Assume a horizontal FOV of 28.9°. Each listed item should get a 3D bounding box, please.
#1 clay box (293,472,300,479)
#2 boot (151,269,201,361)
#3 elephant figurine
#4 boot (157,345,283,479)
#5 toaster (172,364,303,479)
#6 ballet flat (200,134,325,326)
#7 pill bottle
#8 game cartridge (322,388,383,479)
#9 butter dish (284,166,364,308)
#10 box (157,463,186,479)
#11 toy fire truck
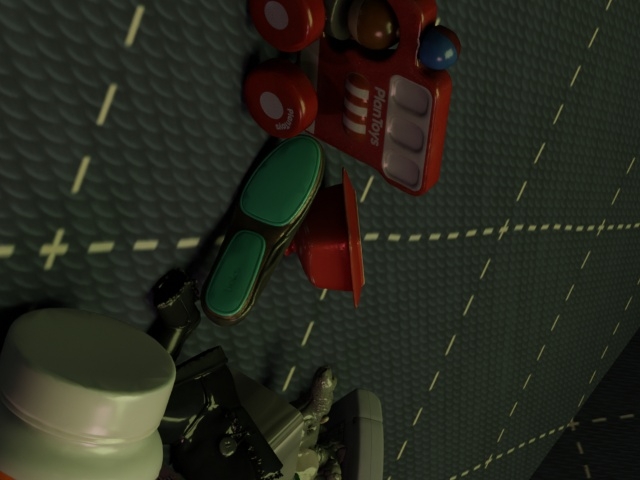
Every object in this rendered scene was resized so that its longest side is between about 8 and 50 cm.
[{"bbox_3d":[-0.127,0.430,1.874,0.222,0.127,0.053,-21,147,1],"label":"clay box"},{"bbox_3d":[-0.200,0.104,1.624,0.121,0.045,0.099,-53,155,-28],"label":"boot"},{"bbox_3d":[-0.054,0.319,1.999,0.239,0.169,0.186,69,30,-59],"label":"elephant figurine"},{"bbox_3d":[-0.179,0.276,1.624,0.246,0.207,0.094,-26,180,-37],"label":"boot"},{"bbox_3d":[-0.126,0.289,1.812,0.110,0.168,0.185,-39,148,-43],"label":"toaster"},{"bbox_3d":[-0.080,-0.013,1.673,0.280,0.095,0.096,-60,169,-9],"label":"ballet flat"},{"bbox_3d":[-0.308,0.291,1.408,0.224,0.224,0.392,-12,127,-58],"label":"pill bottle"},{"bbox_3d":[0.040,0.414,2.120,0.198,0.062,0.297,-37,-139,51],"label":"game cartridge"},{"bbox_3d":[0.000,0.000,1.814,0.160,0.118,0.160,82,4,-49],"label":"butter dish"},{"bbox_3d":[-0.217,0.452,1.719,0.213,0.243,0.117,-29,140,-49],"label":"box"},{"bbox_3d":[0.056,-0.224,1.513,0.169,0.254,0.302,-38,146,-40],"label":"toy fire truck"}]
